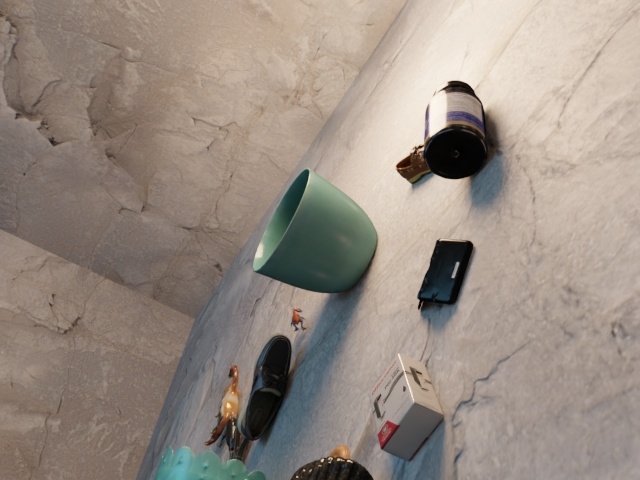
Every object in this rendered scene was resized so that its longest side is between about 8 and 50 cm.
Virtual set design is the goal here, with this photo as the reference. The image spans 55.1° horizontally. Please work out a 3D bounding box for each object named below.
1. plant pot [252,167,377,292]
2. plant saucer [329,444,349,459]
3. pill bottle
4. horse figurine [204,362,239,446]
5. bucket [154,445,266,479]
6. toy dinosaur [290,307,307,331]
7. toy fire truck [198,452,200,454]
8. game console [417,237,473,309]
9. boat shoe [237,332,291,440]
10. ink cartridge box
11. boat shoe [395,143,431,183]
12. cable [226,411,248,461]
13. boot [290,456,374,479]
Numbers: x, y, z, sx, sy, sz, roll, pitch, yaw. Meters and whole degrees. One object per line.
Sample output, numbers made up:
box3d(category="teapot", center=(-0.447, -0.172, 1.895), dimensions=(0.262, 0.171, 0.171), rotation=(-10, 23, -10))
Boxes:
box3d(category="plant pot", center=(0.000, 0.000, 1.552), dimensions=(0.293, 0.235, 0.293), rotation=(-57, 14, 23))
box3d(category="plant saucer", center=(0.027, 0.418, 1.131), dimensions=(0.083, 0.013, 0.083), rotation=(-57, 14, 23))
box3d(category="pill bottle", center=(0.273, -0.233, 1.246), dimensions=(0.123, 0.123, 0.219), rotation=(-51, 18, 39))
box3d(category="horse figurine", center=(-0.306, 0.546, 1.983), dimensions=(0.263, 0.066, 0.174), rotation=(-85, 20, -62))
box3d(category="bucket", center=(-0.242, 0.575, 1.290), dimensions=(0.281, 0.281, 0.183), rotation=(-44, 23, 51))
box3d(category="toy dinosaur", center=(-0.062, 0.217, 1.726), dimensions=(0.090, 0.047, 0.082), rotation=(88, 167, -54))
box3d(category="toy fire truck", center=(-0.373, 0.749, 1.874), dimensions=(0.135, 0.047, 0.192), rotation=(-62, 14, -4))
box3d(category="game console", center=(0.222, 0.065, 1.098), dimensions=(0.107, 0.071, 0.122), rotation=(4, 65, 42))
box3d(category="boat shoe", center=(-0.135, 0.387, 1.607), dimensions=(0.092, 0.103, 0.285), rotation=(-4, 63, 68))
box3d(category="ink cartridge box", center=(0.131, 0.258, 0.966), dimensions=(0.099, 0.056, 0.135), rotation=(-59, 15, 17))
box3d(category="boat shoe", center=(0.236, -0.191, 1.428), dimensions=(0.178, 0.060, 0.064), rotation=(-39, 27, 58))
box3d(category="cable", center=(-0.214, 0.577, 1.674), dimensions=(0.139, 0.072, 0.287), rotation=(-36, 38, 26))
box3d(category="boot", center=(0.032, 0.428, 0.859), dimensions=(0.348, 0.131, 0.260), rotation=(-10, 15, 37))
